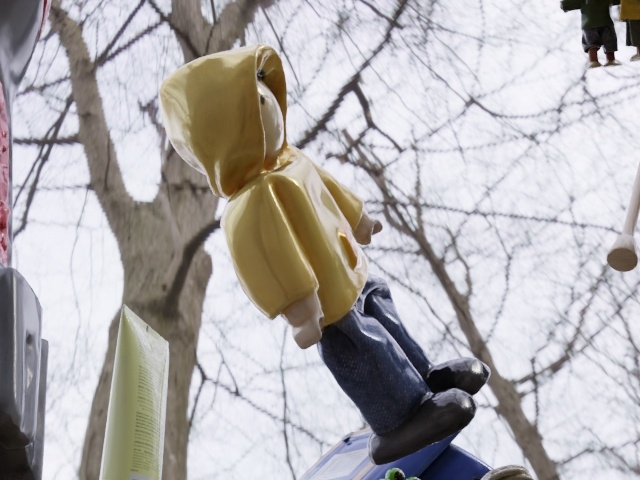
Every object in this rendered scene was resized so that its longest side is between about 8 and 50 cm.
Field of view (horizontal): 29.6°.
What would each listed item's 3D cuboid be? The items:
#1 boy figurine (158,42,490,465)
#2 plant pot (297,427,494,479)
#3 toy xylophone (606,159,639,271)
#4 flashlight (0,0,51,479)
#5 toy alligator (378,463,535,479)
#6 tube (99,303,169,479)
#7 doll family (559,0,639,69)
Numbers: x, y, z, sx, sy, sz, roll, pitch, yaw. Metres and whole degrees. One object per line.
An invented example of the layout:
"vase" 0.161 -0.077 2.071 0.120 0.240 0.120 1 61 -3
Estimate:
"boy figurine" 0.000 0.000 0.797 0.092 0.177 0.285 -28 -84 25
"plant pot" 0.081 0.335 1.367 0.236 0.236 0.212 -39 -83 -35
"toy xylophone" 0.387 -0.066 1.093 0.081 0.323 0.236 45 -42 -12
"flashlight" -0.144 -0.047 0.458 0.103 0.304 0.103 -34 -46 22
"toy alligator" 0.028 0.132 0.562 0.056 0.051 0.189 29 -51 -26
"tube" -0.185 0.189 1.217 0.062 0.240 0.070 10 -33 -14
"doll family" 0.316 -0.220 1.087 0.193 0.076 0.111 -7 -88 -11
